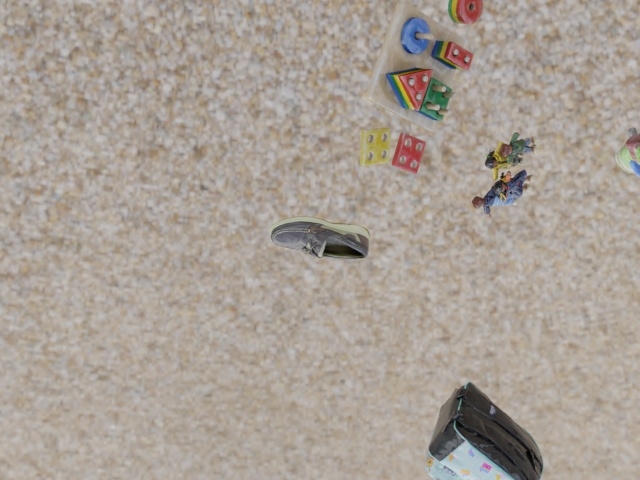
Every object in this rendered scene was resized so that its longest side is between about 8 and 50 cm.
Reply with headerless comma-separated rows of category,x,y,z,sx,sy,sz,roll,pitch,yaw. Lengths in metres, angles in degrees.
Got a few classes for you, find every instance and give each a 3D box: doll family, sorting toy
doll family,0.368,-0.129,1.931,0.111,0.076,0.192,-14,115,-34
sorting toy,0.134,-0.214,1.249,0.132,0.274,0.046,20,179,-42

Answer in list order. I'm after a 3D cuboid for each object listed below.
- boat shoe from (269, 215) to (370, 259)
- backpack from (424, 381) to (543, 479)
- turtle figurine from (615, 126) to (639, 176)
boat shoe,0.000,0.000,1.436,0.152,0.049,0.056,2,136,-5
backpack,0.278,0.361,1.630,0.188,0.166,0.144,32,118,0
turtle figurine,0.410,-0.133,0.991,0.275,0.266,0.198,9,170,-24
